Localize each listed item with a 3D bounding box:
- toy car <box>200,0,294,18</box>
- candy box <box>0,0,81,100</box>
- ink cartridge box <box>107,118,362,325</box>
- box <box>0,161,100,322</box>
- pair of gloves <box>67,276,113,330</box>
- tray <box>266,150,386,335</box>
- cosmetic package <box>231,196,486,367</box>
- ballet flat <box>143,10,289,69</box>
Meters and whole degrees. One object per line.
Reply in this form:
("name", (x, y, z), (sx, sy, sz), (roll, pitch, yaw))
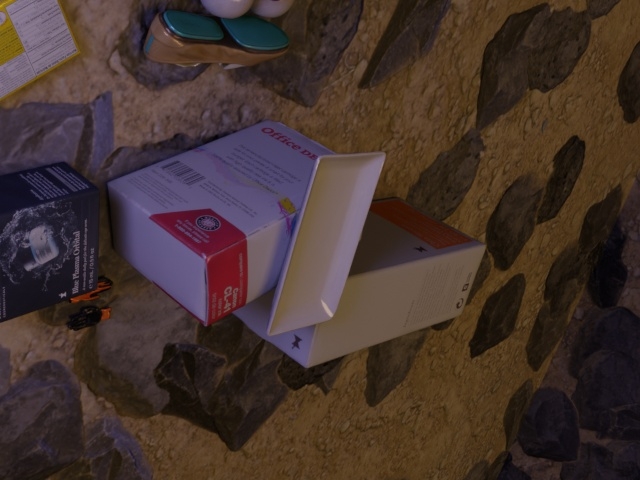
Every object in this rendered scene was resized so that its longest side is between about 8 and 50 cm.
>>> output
("toy car", (-0.066, -0.362, 1.148), (0.182, 0.136, 0.159), (-15, 128, -45))
("candy box", (-0.373, -0.206, 0.988), (0.206, 0.027, 0.105), (-39, 144, -25))
("ink cartridge box", (-0.114, -0.039, 1.269), (0.306, 0.226, 0.131), (-26, 135, -37))
("box", (-0.367, 0.002, 1.105), (0.158, 0.093, 0.156), (-20, 131, -40))
("pair of gloves", (-0.336, 0.093, 1.288), (0.074, 0.010, 0.083), (-21, 134, -43))
("tray", (0.000, 0.000, 1.216), (0.145, 0.030, 0.270), (-10, 124, -50))
("cosmetic package", (0.066, 0.056, 1.568), (0.453, 0.230, 0.161), (-12, 125, -48))
("ballet flat", (-0.143, -0.269, 1.203), (0.232, 0.080, 0.073), (-5, 149, -47))
